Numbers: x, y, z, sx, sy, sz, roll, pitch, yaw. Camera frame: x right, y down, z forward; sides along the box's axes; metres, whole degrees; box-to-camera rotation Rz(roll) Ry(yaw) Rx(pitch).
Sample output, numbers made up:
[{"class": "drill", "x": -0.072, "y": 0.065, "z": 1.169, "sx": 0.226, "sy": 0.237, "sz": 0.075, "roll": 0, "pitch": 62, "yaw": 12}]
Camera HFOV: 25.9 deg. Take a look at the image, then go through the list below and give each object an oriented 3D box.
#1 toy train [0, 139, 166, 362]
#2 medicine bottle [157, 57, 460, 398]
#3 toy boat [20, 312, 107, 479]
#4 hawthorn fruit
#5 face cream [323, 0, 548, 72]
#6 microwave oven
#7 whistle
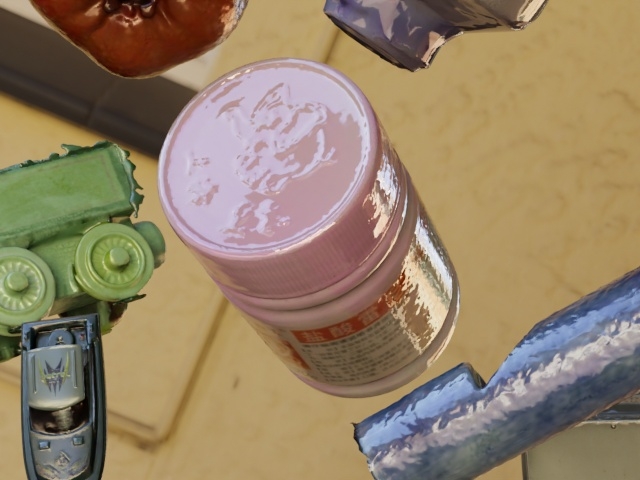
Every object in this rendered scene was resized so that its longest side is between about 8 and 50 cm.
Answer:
[{"class": "toy train", "x": -0.301, "y": 0.013, "z": 1.474, "sx": 0.272, "sy": 0.188, "sz": 0.159, "roll": -18, "pitch": -12, "yaw": -28}, {"class": "medicine bottle", "x": 0.000, "y": 0.000, "z": 1.273, "sx": 0.202, "sy": 0.202, "sz": 0.316, "roll": 21, "pitch": -17, "yaw": 28}, {"class": "toy boat", "x": -0.165, "y": 0.116, "z": 0.901, "sx": 0.055, "sy": 0.141, "sz": 0.060, "roll": -7, "pitch": -27, "yaw": -1}, {"class": "hawthorn fruit", "x": -0.157, "y": -0.268, "z": 1.253, "sx": 0.207, "sy": 0.207, "sz": 0.243, "roll": 23, "pitch": 25, "yaw": -11}, {"class": "face cream", "x": 0.126, "y": -0.286, "z": 0.738, "sx": 0.137, "sy": 0.420, "sz": 0.235, "roll": 23, "pitch": 11, "yaw": -26}, {"class": "microwave oven", "x": 0.266, "y": 0.173, "z": 1.203, "sx": 0.194, "sy": 0.145, "sz": 0.240, "roll": 0, "pitch": 13, "yaw": 15}, {"class": "whistle", "x": 0.161, "y": 0.050, "z": 0.728, "sx": 0.062, "sy": 0.304, "sz": 0.062, "roll": 57, "pitch": 10, "yaw": -15}]
